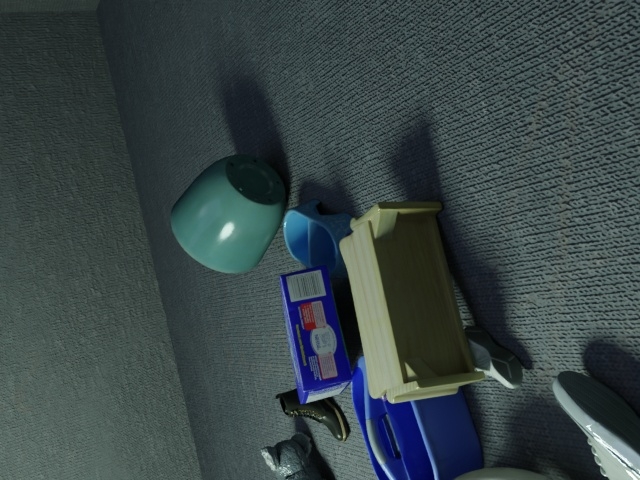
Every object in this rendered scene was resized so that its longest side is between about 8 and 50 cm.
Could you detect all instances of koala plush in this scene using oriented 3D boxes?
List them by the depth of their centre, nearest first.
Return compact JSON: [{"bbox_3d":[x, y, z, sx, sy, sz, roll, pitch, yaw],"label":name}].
[{"bbox_3d":[-0.075,0.688,1.916,0.203,0.196,0.221,-39,66,46],"label":"koala plush"}]

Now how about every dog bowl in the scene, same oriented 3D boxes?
[{"bbox_3d":[0.000,0.000,1.618,0.297,0.074,0.166,29,126,54],"label":"dog bowl"}]

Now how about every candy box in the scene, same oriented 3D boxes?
[{"bbox_3d":[-0.017,0.234,1.550,0.317,0.122,0.268,101,158,-72],"label":"candy box"}]

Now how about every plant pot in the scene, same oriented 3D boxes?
[{"bbox_3d":[-0.230,-0.095,1.794,0.235,0.293,0.293,-48,58,37],"label":"plant pot"}]

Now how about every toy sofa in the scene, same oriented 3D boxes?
[{"bbox_3d":[0.165,0.116,1.238,0.177,0.150,0.363,137,127,-58],"label":"toy sofa"}]

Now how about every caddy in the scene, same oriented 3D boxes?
[{"bbox_3d":[0.178,0.390,1.346,0.241,0.179,0.342,-37,69,60],"label":"caddy"}]

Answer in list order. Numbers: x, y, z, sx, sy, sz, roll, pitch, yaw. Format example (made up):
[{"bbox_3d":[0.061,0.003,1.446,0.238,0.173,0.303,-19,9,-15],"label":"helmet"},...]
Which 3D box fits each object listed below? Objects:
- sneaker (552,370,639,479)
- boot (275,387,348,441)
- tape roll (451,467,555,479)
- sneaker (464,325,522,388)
[{"bbox_3d":[0.432,0.304,0.949,0.258,0.094,0.091,49,136,39],"label":"sneaker"},{"bbox_3d":[-0.025,0.482,1.778,0.198,0.137,0.077,51,141,38],"label":"boot"},{"bbox_3d":[0.314,0.575,1.064,0.391,0.072,0.392,-2,86,25],"label":"tape roll"},{"bbox_3d":[0.312,0.220,1.181,0.152,0.053,0.061,-129,33,-51],"label":"sneaker"}]
